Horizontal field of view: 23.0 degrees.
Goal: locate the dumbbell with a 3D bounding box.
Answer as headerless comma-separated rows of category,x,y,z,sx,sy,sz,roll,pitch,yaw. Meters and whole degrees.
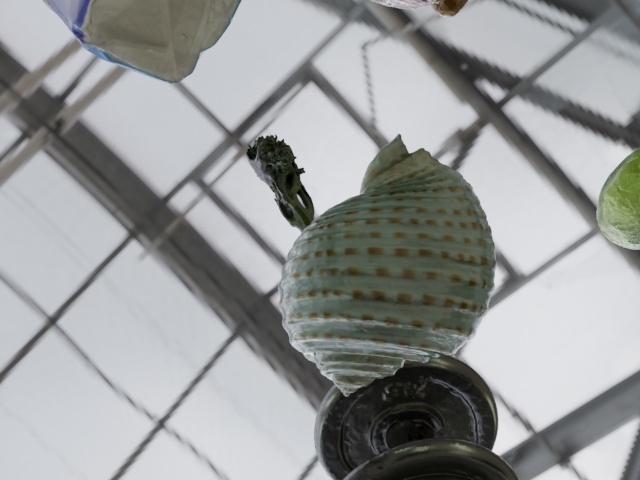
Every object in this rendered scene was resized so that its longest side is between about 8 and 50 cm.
dumbbell,0.092,0.226,1.515,0.192,0.192,0.290,31,-156,-22

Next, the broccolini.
broccolini,0.004,-0.006,1.436,0.071,0.057,0.254,8,-144,-46

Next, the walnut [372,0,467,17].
walnut,0.074,-0.312,1.346,0.269,0.221,0.244,51,-166,-41

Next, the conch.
conch,0.058,0.027,1.227,0.172,0.200,0.131,15,-165,-8

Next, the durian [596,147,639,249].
durian,0.429,-0.064,2.076,0.101,0.250,0.139,31,-104,16

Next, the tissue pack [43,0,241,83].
tissue pack,-0.154,-0.269,1.425,0.137,0.209,0.269,20,-172,-22
